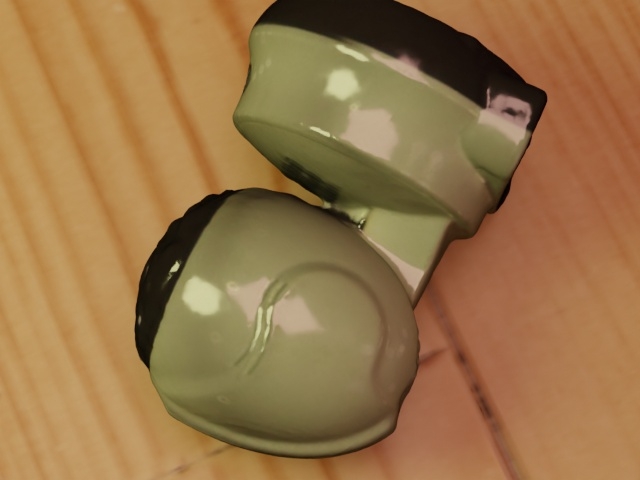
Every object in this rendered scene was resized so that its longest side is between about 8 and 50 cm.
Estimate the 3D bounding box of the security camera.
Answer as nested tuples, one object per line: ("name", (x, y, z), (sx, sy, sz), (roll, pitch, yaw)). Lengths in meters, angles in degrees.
("security camera", (0.000, 0.000, 1.074), (0.191, 0.197, 0.277), (25, 83, 4))
